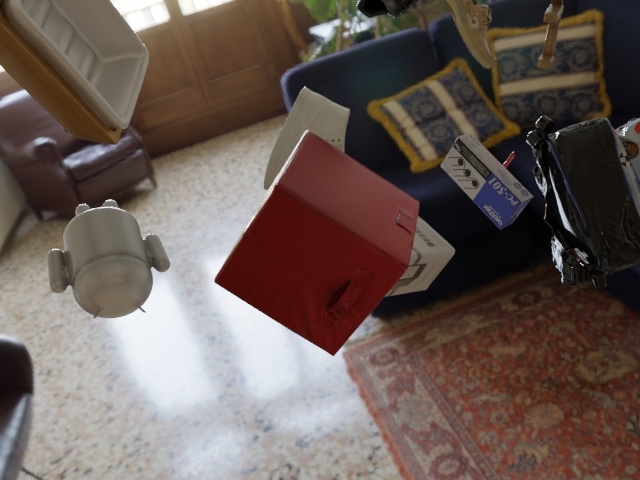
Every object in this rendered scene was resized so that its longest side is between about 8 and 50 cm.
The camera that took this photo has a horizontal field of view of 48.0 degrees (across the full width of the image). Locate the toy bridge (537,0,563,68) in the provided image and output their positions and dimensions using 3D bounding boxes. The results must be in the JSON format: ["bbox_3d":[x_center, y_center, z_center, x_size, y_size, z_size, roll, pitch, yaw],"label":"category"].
[{"bbox_3d":[0.417,-0.407,1.285,0.026,0.188,0.063,13,38,23],"label":"toy bridge"}]

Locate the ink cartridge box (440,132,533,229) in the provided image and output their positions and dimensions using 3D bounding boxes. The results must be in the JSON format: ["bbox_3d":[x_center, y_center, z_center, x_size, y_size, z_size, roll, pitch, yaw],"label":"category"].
[{"bbox_3d":[0.364,-0.133,1.590,0.046,0.097,0.207,-24,65,-34],"label":"ink cartridge box"}]

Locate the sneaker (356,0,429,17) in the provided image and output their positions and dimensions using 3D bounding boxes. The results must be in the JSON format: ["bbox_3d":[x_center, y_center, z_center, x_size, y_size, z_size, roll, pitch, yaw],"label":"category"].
[{"bbox_3d":[0.185,-0.493,1.402,0.121,0.111,0.300,-49,23,-17],"label":"sneaker"}]

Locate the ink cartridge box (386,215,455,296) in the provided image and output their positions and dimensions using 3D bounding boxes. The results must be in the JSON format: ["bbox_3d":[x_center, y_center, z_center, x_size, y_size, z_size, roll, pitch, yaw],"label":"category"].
[{"bbox_3d":[0.106,0.002,1.384,0.198,0.114,0.273,46,25,25],"label":"ink cartridge box"}]

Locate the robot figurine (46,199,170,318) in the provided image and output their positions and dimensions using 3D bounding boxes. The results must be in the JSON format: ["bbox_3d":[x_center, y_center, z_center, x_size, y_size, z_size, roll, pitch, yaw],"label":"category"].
[{"bbox_3d":[-0.547,0.055,1.856,0.300,0.199,0.353,-13,51,-16],"label":"robot figurine"}]

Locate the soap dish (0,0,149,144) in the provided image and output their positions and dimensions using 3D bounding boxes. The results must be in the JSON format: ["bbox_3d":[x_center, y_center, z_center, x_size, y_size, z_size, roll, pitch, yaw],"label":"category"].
[{"bbox_3d":[-0.416,-0.323,1.166,0.118,0.291,0.228,-14,50,22],"label":"soap dish"}]

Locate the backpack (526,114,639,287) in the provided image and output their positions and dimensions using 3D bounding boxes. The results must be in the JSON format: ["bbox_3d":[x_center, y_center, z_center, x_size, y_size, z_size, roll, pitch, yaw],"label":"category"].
[{"bbox_3d":[0.462,-0.075,1.195,0.213,0.276,0.263,-15,-4,6],"label":"backpack"}]

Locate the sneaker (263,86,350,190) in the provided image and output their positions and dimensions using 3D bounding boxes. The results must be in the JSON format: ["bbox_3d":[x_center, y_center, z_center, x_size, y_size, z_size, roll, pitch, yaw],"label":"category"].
[{"bbox_3d":[-0.025,-0.239,1.870,0.169,0.292,0.108,24,-6,4],"label":"sneaker"}]

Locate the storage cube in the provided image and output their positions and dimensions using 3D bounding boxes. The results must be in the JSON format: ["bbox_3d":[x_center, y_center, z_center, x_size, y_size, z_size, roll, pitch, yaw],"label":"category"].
[{"bbox_3d":[0.000,0.000,0.976,0.183,0.193,0.215,-54,7,32],"label":"storage cube"}]

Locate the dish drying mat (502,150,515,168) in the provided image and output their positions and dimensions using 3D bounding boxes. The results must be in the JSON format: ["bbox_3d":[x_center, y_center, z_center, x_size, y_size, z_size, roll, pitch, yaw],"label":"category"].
[{"bbox_3d":[0.505,-0.204,1.960,0.008,0.032,0.083,35,78,24],"label":"dish drying mat"}]

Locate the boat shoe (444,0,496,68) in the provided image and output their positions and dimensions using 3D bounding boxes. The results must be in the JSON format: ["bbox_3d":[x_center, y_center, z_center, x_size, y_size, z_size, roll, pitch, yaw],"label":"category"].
[{"bbox_3d":[0.443,-0.645,2.078,0.098,0.302,0.109,-26,1,25],"label":"boat shoe"}]
